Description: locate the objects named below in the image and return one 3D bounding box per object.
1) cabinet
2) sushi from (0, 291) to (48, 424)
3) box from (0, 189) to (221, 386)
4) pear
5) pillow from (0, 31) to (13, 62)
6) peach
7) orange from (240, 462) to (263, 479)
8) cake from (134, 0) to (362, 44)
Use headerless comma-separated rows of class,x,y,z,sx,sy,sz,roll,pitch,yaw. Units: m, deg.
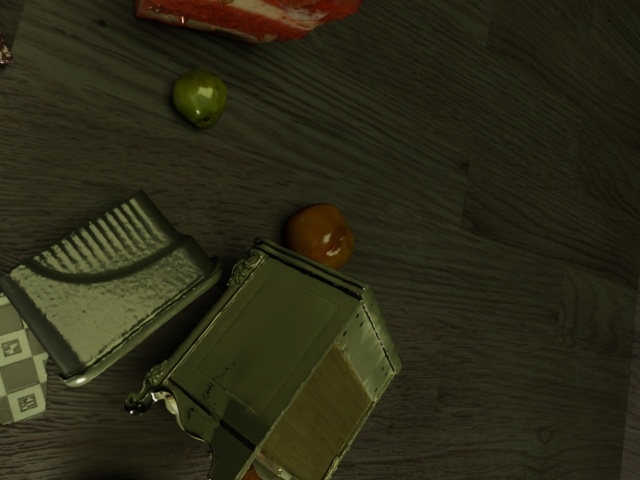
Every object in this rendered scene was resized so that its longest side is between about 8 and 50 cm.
cabinet,-0.067,0.221,0.781,0.318,0.228,0.290,-53,144,-21
sushi,-0.506,0.163,0.641,0.280,0.043,0.192,3,88,-34
box,-0.299,0.055,0.724,0.274,0.138,0.178,-42,107,-33
pear,-0.198,-0.237,0.831,0.092,0.092,0.096,-25,103,-32
pillow,-0.514,-0.263,0.639,0.185,0.043,0.118,-26,96,-34
peach,0.000,0.000,0.940,0.138,0.138,0.138,0,90,-35
orange,-0.096,0.459,0.878,0.136,0.118,0.135,-3,96,-29
cake,-0.118,-0.463,0.748,0.270,0.320,0.269,0,95,-37
